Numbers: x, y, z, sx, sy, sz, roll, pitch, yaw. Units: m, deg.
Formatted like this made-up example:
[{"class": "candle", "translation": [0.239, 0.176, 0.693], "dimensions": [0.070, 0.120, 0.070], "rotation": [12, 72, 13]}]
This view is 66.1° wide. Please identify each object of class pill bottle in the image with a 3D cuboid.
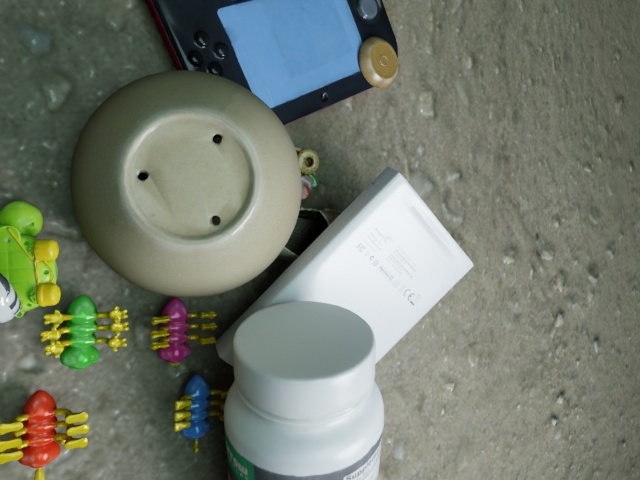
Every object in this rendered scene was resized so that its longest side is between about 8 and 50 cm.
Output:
[{"class": "pill bottle", "translation": [-0.022, 0.278, 0.653], "dimensions": [0.204, 0.204, 0.362], "rotation": [-15, 117, -34]}]

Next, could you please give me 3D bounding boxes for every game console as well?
[{"class": "game console", "translation": [-0.062, -0.357, 0.727], "dimensions": [0.386, 0.060, 0.342], "rotation": [-31, 110, -30]}]

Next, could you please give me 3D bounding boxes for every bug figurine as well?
[{"class": "bug figurine", "translation": [-0.242, 0.177, 0.621], "dimensions": [0.278, 0.072, 0.217], "rotation": [6, 91, -36]}]

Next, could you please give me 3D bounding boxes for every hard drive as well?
[{"class": "hard drive", "translation": [0.047, 0.093, 0.747], "dimensions": [0.353, 0.047, 0.233], "rotation": [-46, 123, 2]}]

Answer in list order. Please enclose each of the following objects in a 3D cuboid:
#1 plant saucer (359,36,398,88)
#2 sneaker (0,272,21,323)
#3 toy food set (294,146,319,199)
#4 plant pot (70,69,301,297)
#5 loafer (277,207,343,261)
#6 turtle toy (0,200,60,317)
[{"class": "plant saucer", "translation": [0.099, -0.291, 0.801], "dimensions": [0.083, 0.015, 0.084], "rotation": [-1, 91, -34]}, {"class": "sneaker", "translation": [-0.399, 0.045, 0.423], "dimensions": [0.228, 0.086, 0.132], "rotation": [23, 52, 7]}, {"class": "toy food set", "translation": [-0.039, -0.107, 0.781], "dimensions": [0.083, 0.020, 0.083], "rotation": [1, 92, -36]}, {"class": "plant pot", "translation": [-0.144, -0.063, 0.553], "dimensions": [0.283, 0.191, 0.285], "rotation": [-1, 94, -14]}, {"class": "loafer", "translation": [0.000, 0.000, 0.770], "dimensions": [0.268, 0.092, 0.102], "rotation": [4, 92, -34]}, {"class": "turtle toy", "translation": [-0.337, 0.021, 0.549], "dimensions": [0.095, 0.066, 0.130], "rotation": [-1, 91, -12]}]
